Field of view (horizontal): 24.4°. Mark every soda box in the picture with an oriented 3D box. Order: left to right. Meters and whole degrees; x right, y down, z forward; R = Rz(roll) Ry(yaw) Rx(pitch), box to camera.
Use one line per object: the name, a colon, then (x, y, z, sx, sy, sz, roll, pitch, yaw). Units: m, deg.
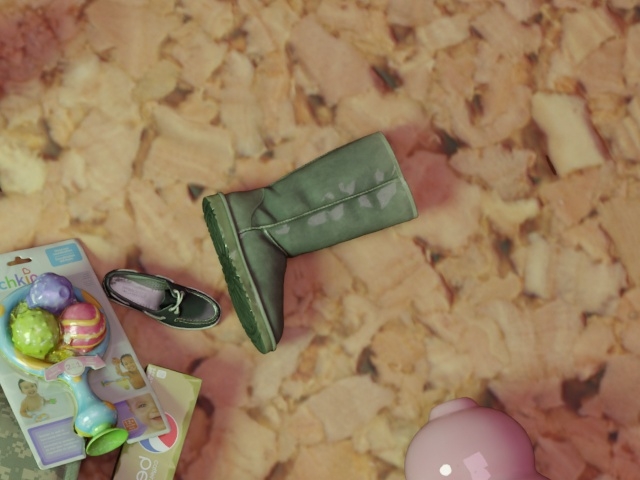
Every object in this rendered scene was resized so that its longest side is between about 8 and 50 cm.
soda box: (-0.171, 0.217, 1.458, 0.058, 0.061, 0.181, 17, 79, -7)

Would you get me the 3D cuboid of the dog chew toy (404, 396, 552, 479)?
dog chew toy: (0.176, 0.316, 1.439, 0.207, 0.206, 0.331, -14, 75, -11)

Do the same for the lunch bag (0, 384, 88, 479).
lunch bag: (-0.350, 0.252, 1.366, 0.235, 0.169, 0.287, 14, 53, -9)

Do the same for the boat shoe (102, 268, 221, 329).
boat shoe: (-0.160, 0.058, 1.498, 0.125, 0.038, 0.046, 21, 78, -5)

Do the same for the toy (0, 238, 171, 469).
toy: (-0.245, 0.093, 1.412, 0.137, 0.056, 0.237, -14, 63, -31)

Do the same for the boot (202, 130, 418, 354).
boot: (0.001, 0.001, 1.524, 0.209, 0.076, 0.189, -16, 86, -18)
